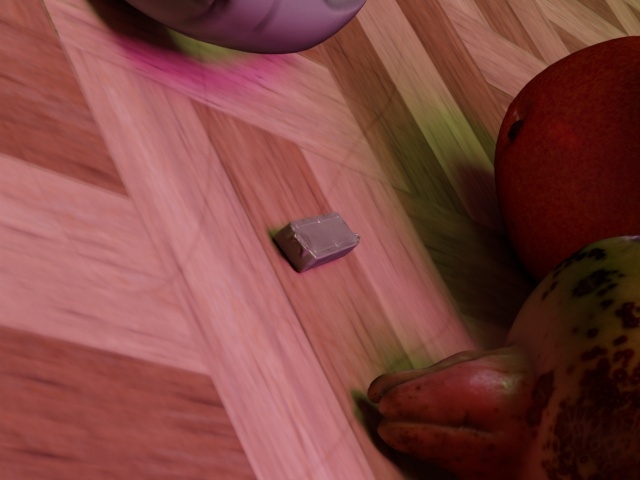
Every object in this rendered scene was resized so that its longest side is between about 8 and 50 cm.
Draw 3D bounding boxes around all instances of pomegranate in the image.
[{"bbox_3d":[0.148,0.099,0.984,0.247,0.214,0.214,7,37,-14],"label":"pomegranate"},{"bbox_3d":[0.253,-0.036,1.353,0.256,0.221,0.221,35,25,-21],"label":"pomegranate"}]

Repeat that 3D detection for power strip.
[{"bbox_3d":[0.000,0.000,1.052,0.027,0.017,0.083,55,22,9],"label":"power strip"}]

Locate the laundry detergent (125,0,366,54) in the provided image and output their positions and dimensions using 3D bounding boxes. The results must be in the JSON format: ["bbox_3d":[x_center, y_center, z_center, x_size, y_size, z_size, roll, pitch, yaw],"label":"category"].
[{"bbox_3d":[-0.045,-0.229,1.206,0.264,0.124,0.398,54,19,13],"label":"laundry detergent"}]
